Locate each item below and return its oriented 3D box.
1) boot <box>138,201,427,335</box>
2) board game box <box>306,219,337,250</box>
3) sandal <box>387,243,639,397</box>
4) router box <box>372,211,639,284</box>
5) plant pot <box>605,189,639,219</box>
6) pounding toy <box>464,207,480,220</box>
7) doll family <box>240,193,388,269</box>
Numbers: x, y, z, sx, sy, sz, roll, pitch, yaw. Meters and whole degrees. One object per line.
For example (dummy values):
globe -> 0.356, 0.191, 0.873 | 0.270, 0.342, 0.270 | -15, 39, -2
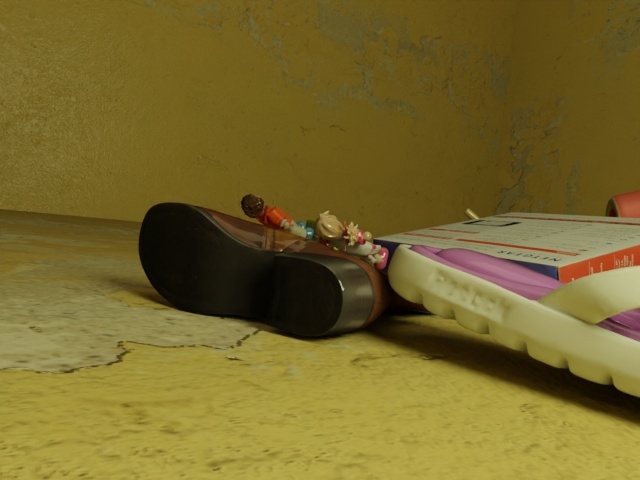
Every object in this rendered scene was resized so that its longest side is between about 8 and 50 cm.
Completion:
boot -> -0.016, 0.025, 0.586 | 0.263, 0.096, 0.280 | 7, 1, 30
board game box -> 0.000, 0.000, 1.306 | 0.043, 0.092, 0.181 | 6, 2, -13
sandal -> 0.230, 0.044, 0.358 | 0.415, 0.103, 0.169 | 15, 7, 33
router box -> 0.289, 0.026, 0.758 | 0.300, 0.082, 0.335 | -10, 10, -27
plant pot -> 0.606, 0.018, 0.875 | 0.242, 0.275, 0.275 | -4, -1, 20
pounding toy -> 0.287, 0.008, 1.120 | 0.269, 0.155, 0.154 | 7, 7, 21
doll family -> -0.039, 0.014, 0.794 | 0.262, 0.119, 0.163 | 16, -9, 45
